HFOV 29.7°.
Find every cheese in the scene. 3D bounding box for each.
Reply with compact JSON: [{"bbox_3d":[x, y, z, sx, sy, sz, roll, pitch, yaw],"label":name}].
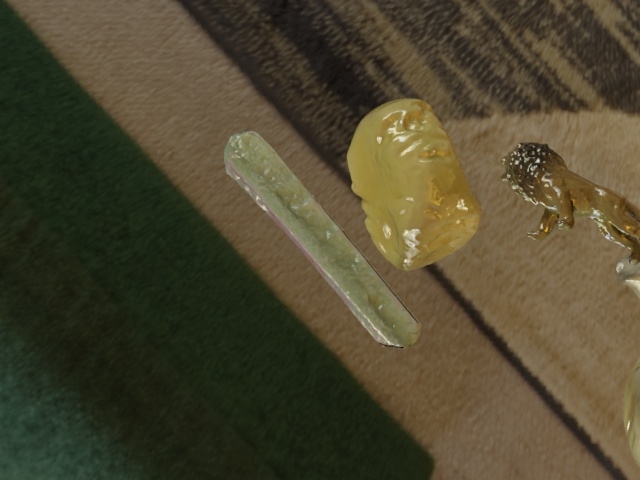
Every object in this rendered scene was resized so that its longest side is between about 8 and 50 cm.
[{"bbox_3d":[0.117,-0.077,1.558,0.117,0.226,0.214,-18,69,-17],"label":"cheese"}]

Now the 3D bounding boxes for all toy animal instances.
[{"bbox_3d":[0.264,-0.024,1.216,0.220,0.069,0.086,38,78,18],"label":"toy animal"}]

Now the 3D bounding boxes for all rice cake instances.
[{"bbox_3d":[0.000,0.000,0.856,0.207,0.033,0.033,49,150,21],"label":"rice cake"}]

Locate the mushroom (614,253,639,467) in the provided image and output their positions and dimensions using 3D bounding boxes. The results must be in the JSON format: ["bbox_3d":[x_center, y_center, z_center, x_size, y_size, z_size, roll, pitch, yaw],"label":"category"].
[{"bbox_3d":[0.506,0.159,1.558,0.314,0.314,0.336,-29,101,20],"label":"mushroom"}]
